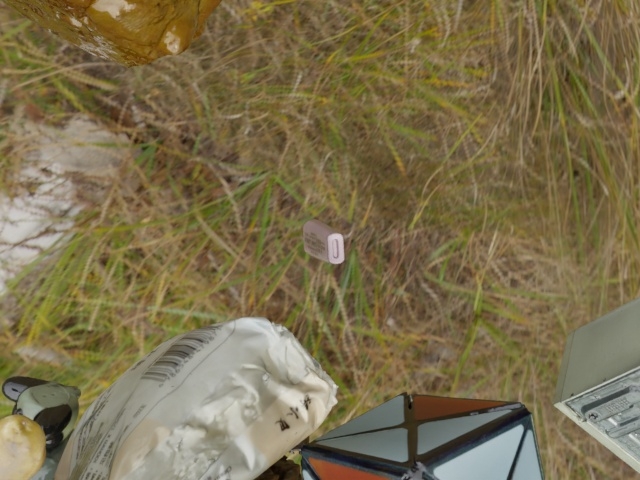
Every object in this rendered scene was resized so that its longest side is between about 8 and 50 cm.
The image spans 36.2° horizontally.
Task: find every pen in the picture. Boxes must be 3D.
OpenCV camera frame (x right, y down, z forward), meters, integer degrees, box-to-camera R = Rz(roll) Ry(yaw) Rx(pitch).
[{"bbox_3d":[0.000,0.000,1.363,0.032,0.197,0.053,-5,96,-10],"label":"pen"}]

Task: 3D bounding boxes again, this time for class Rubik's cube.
[{"bbox_3d":[0.150,0.365,1.342,0.250,0.248,0.246,-4,101,52],"label":"Rubik's cube"}]

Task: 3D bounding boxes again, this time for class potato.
[{"bbox_3d":[-0.310,0.210,0.986,0.083,0.068,0.062,-44,51,45],"label":"potato"}]

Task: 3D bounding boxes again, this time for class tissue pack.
[{"bbox_3d":[-0.203,0.262,1.273,0.195,0.375,0.390,55,153,-11],"label":"tissue pack"}]

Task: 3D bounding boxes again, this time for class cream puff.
[{"bbox_3d":[-0.081,-0.122,0.355,0.122,0.116,0.094,17,77,34],"label":"cream puff"}]

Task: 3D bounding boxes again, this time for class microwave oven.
[{"bbox_3d":[0.454,0.204,1.253,0.240,0.145,0.194,38,139,-13],"label":"microwave oven"}]

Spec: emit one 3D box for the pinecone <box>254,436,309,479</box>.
[{"bbox_3d":[-0.172,0.408,1.700,0.384,0.384,0.385,5,111,14],"label":"pinecone"}]

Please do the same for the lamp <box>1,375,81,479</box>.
[{"bbox_3d":[-0.454,0.348,1.579,0.197,0.198,0.244,15,117,9],"label":"lamp"}]
